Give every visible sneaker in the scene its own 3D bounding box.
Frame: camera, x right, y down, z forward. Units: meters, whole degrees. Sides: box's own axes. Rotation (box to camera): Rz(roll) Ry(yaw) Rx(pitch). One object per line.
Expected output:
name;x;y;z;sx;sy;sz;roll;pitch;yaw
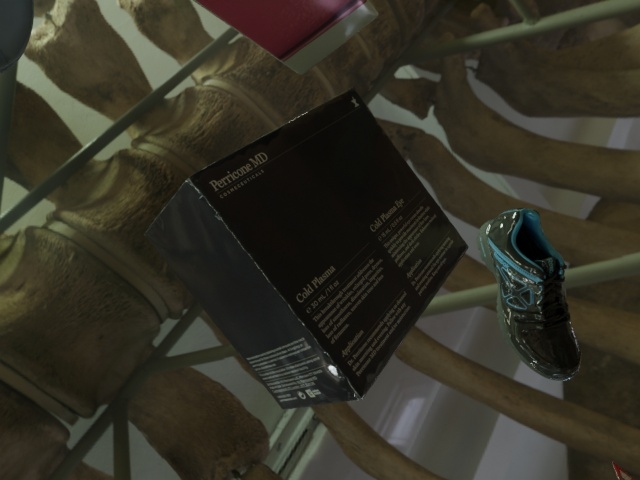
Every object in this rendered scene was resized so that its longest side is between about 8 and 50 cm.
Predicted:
sneaker;0.410;0.100;0.893;0.125;0.139;0.340;-16;-105;-14

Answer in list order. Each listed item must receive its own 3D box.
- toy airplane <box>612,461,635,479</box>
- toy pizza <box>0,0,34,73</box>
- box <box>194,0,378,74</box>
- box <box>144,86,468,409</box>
toy airplane;0.247;0.231;0.323;0.028;0.151;0.151;7;-106;-1
toy pizza;-0.358;-0.258;0.436;0.032;0.201;0.201;1;-105;11
box;-0.059;-0.308;0.491;0.232;0.127;0.148;6;-122;-60
box;0.000;0.000;0.672;0.312;0.179;0.343;54;-131;-5
